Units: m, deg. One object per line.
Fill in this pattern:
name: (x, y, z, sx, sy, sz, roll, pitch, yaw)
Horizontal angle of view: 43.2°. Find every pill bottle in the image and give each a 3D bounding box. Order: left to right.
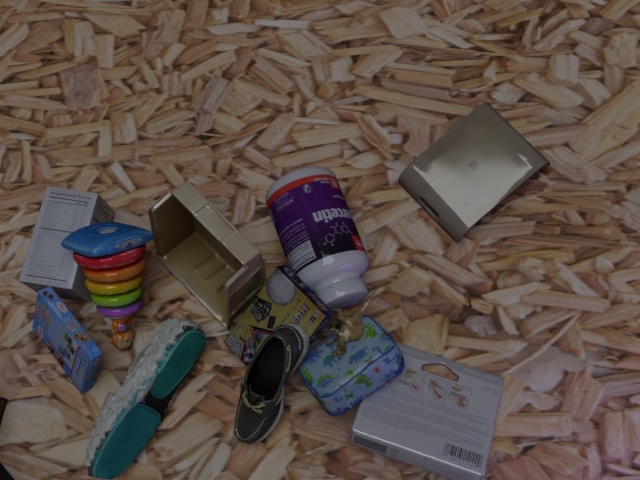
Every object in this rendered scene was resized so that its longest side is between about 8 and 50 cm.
pill bottle: (0.000, 0.000, 1.897, 0.182, 0.181, 0.323, -20, 71, -3)

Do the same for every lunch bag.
lunch bag: (0.067, 0.275, 1.816, 0.219, 0.090, 0.176, -36, 36, -10)

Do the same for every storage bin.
storage bin: (-0.258, 0.033, 1.860, 0.123, 0.260, 0.262, -39, 72, -22)

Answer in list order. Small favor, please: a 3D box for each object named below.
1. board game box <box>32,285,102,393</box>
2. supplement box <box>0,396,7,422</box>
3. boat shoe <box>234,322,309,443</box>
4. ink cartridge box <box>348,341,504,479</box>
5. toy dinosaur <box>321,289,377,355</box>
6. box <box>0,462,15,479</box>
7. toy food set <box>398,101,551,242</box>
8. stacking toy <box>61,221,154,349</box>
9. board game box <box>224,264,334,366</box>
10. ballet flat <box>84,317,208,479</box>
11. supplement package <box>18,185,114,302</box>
board game box: (-0.591, 0.231, 1.876, 0.039, 0.160, 0.211, -30, 69, -40)
supplement box: (-0.793, 0.390, 1.816, 0.081, 0.188, 0.104, 6, 72, 7)
boat shoe: (-0.126, 0.322, 1.781, 0.109, 0.091, 0.305, 31, 106, 23)
ink cartridge box: (0.242, 0.380, 1.812, 0.296, 0.066, 0.261, 18, 48, 10)
toy dinosaur: (0.062, 0.189, 1.827, 0.093, 0.053, 0.183, 14, 59, 33)
box: (-0.781, 0.656, 1.731, 0.343, 0.179, 0.312, 42, 78, 16)
toy food set: (0.377, -0.170, 1.988, 0.306, 0.092, 0.219, -41, 74, -1)
stacking toy: (-0.475, 0.119, 1.877, 0.166, 0.175, 0.301, 14, 114, 42)
board game box: (-0.098, 0.199, 1.837, 0.165, 0.042, 0.243, 45, 115, 19)
ballet flat: (-0.411, 0.351, 1.853, 0.147, 0.147, 0.409, 31, 73, 13)
supplement package: (-0.610, 0.010, 1.962, 0.139, 0.134, 0.244, 9, 72, 7)
